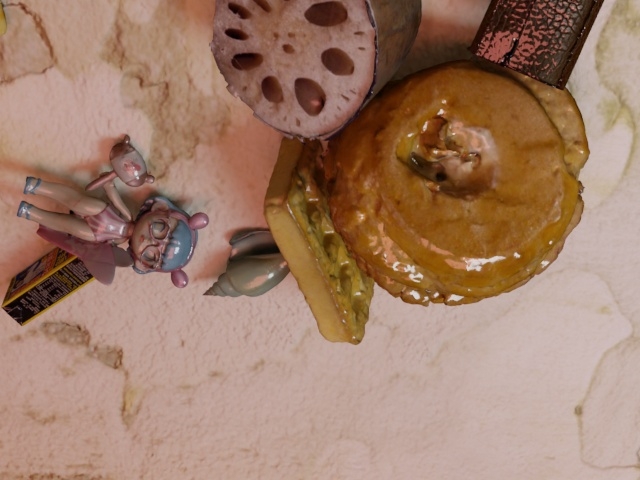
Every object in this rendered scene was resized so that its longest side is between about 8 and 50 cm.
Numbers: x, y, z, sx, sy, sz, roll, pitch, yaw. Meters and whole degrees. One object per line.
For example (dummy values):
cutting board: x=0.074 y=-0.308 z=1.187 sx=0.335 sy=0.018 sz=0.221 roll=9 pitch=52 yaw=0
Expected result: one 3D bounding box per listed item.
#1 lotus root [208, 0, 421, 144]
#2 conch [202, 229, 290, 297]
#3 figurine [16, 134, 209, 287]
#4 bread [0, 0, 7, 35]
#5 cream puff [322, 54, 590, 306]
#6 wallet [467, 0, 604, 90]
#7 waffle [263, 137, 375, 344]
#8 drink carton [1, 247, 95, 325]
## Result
lotus root: x=0.005 y=-0.276 z=1.926 sx=0.272 sy=0.192 sz=0.272 roll=21 pitch=134 yaw=24
conch: x=-0.096 y=0.036 z=2.257 sx=0.180 sy=0.088 sz=0.065 roll=-26 pitch=164 yaw=15
figurine: x=-0.287 y=-0.044 z=2.197 sx=0.260 sy=0.103 sz=0.205 roll=17 pitch=91 yaw=-5
bread: x=-0.518 y=-0.264 z=1.938 sx=0.168 sy=0.264 sz=0.163 roll=-3 pitch=125 yaw=15
cream puff: x=0.171 y=-0.077 z=2.021 sx=0.327 sy=0.343 sz=0.231 roll=34 pitch=165 yaw=4
wallet: x=0.288 y=-0.315 z=1.911 sx=0.133 sy=0.039 sz=0.243 roll=23 pitch=103 yaw=-6
waffle: x=0.000 y=0.000 z=2.148 sx=0.057 sy=0.168 sz=0.274 roll=-11 pitch=127 yaw=21
drink carton: x=-0.384 y=0.054 z=2.284 sx=0.166 sy=0.071 sz=0.056 roll=-32 pitch=115 yaw=27
